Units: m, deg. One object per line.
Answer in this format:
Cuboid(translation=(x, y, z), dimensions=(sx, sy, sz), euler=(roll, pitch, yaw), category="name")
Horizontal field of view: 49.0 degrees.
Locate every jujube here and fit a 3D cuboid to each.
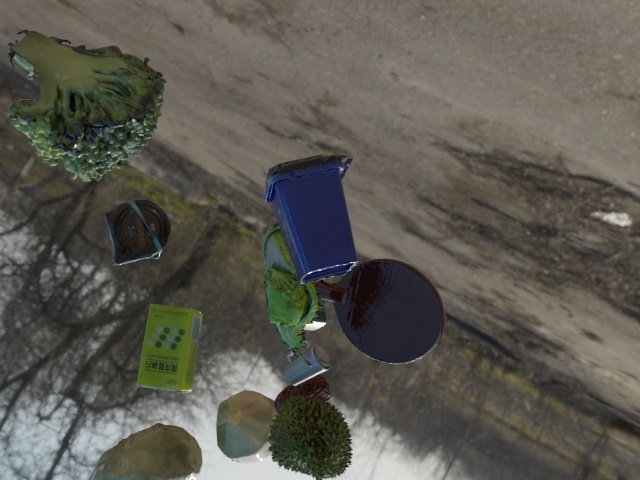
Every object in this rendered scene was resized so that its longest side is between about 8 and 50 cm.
Cuboid(translation=(-0.053, 0.476, 2.132), dimensions=(0.112, 0.176, 0.109), euler=(66, 164, -1), category="jujube")

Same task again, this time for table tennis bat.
Cuboid(translation=(0.127, 0.167, 1.826), dimensions=(0.415, 0.268, 0.051), euler=(16, -169, 28), category="table tennis bat")

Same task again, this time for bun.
Cuboid(translation=(-0.559, 0.721, 2.264), dimensions=(0.362, 0.234, 0.326), euler=(-11, 164, -25), category="bun")

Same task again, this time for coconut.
Cuboid(translation=(-0.229, 0.593, 2.244), dimensions=(0.197, 0.236, 0.237), euler=(1, 163, 17), category="coconut")

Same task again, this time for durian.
Cuboid(translation=(-0.027, 0.510, 1.836), dimensions=(0.237, 0.176, 0.200), euler=(22, -149, 27), category="durian")
Cuboid(translation=(-0.070, 0.139, 1.690), dimensions=(0.132, 0.375, 0.107), euler=(-13, -172, -24), category="durian")

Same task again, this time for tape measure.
Cuboid(translation=(-0.524, -0.027, 2.024), dimensions=(0.181, 0.182, 0.107), euler=(-7, 178, -21), category="tape measure")

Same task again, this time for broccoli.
Cuboid(translation=(-0.382, -0.205, 1.137), dimensions=(0.273, 0.242, 0.180), euler=(29, 144, 17), category="broccoli")

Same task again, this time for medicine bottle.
Cuboid(translation=(-0.437, 0.318, 2.060), dimensions=(0.137, 0.250, 0.141), euler=(6, 168, 4), category="medicine bottle")

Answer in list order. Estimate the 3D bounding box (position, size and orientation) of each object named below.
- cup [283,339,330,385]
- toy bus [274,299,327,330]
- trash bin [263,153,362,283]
Cuboid(translation=(-0.043, 0.323, 1.888), dimensions=(0.104, 0.116, 0.074), euler=(62, -159, 14), category="cup")
Cuboid(translation=(-0.064, 0.214, 2.058), dimensions=(0.160, 0.091, 0.079), euler=(13, 145, -40), category="toy bus")
Cuboid(translation=(-0.004, -0.045, 1.424), dimensions=(0.184, 0.234, 0.162), euler=(-14, 168, -11), category="trash bin")
